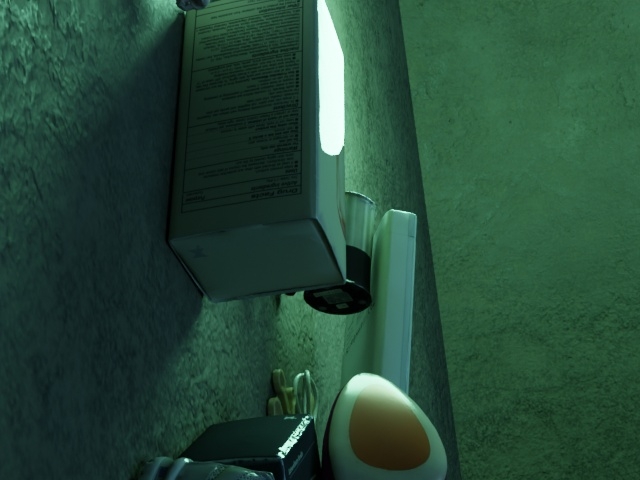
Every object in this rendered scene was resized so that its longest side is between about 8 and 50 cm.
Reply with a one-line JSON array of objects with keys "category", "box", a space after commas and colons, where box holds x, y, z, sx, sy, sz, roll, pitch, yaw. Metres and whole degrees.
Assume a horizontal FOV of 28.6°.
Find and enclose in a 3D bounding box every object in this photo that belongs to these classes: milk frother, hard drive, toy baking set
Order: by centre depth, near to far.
[{"category": "toy baking set", "box": [-0.019, 0.254, 1.523, 0.256, 0.030, 0.197, 31, 52, -75]}, {"category": "milk frother", "box": [0.000, 0.000, 1.536, 0.143, 0.129, 0.135, 76, 15, -56]}, {"category": "hard drive", "box": [0.065, 0.171, 1.559, 0.233, 0.047, 0.353, 113, -14, -59]}]

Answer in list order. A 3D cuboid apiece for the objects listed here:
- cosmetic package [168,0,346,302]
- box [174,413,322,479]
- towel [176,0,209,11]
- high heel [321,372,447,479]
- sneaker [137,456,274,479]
[{"category": "cosmetic package", "box": [-0.057, -0.101, 1.272, 0.129, 0.153, 0.296, 64, 23, -54]}, {"category": "box", "box": [-0.055, 0.277, 1.139, 0.153, 0.108, 0.207, -27, 108, -78]}, {"category": "towel", "box": [-0.163, -0.445, 1.226, 0.317, 0.053, 0.332, 67, 18, -49]}, {"category": "high heel", "box": [0.043, 0.306, 1.181, 0.377, 0.127, 0.181, -91, -163, -50]}, {"category": "sneaker", "box": [-0.093, 0.278, 0.936, 0.105, 0.115, 0.281, 70, 17, -47]}]
